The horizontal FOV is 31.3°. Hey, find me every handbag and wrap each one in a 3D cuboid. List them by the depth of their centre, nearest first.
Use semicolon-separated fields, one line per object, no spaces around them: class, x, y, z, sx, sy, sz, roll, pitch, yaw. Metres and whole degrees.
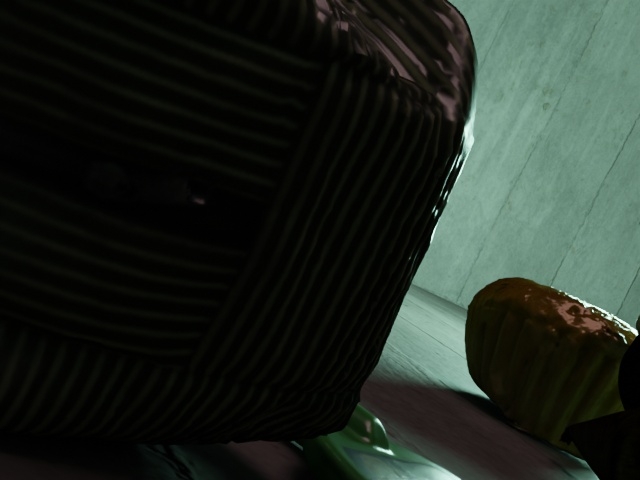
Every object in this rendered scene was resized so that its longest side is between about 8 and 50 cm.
handbag;-0.127;-0.065;0.477;0.340;0.247;0.240;32;17;38

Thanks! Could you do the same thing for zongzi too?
zongzi;0.232;0.160;0.849;0.242;0.112;0.221;18;-3;45

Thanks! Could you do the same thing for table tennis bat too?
table tennis bat;0.035;0.114;0.565;0.257;0.039;0.160;32;3;37

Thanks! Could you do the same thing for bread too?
bread;0.250;0.129;1.172;0.240;0.139;0.240;27;3;-1

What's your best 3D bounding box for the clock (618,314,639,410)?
clock;0.449;0.162;0.986;0.379;0.276;0.120;41;-38;17
